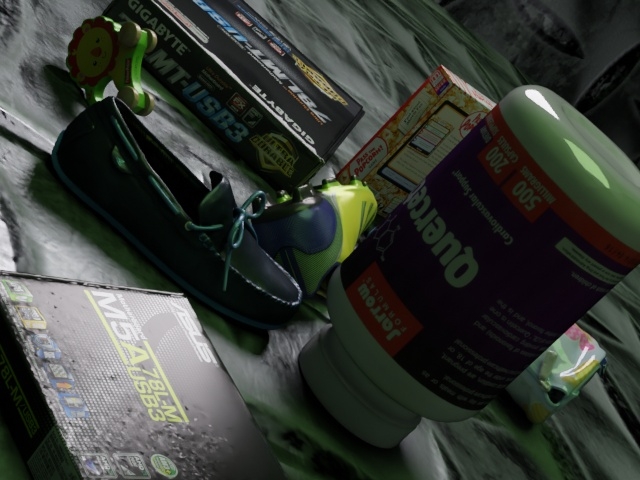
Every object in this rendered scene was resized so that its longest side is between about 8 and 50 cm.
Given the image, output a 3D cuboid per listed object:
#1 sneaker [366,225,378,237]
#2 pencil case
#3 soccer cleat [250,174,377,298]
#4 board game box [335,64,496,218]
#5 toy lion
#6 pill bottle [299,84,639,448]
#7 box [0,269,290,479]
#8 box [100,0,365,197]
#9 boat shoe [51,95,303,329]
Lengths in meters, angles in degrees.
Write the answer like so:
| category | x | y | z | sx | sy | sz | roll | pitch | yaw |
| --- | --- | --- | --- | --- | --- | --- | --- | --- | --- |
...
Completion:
| category | x | y | z | sx | sy | sz | roll | pitch | yaw |
| --- | --- | --- | --- | --- | --- | --- | --- | --- | --- |
| sneaker | 0.070 | 0.053 | 1.438 | 0.059 | 0.053 | 0.144 | 1 | 69 | -45 |
| pencil case | 0.191 | 0.079 | 1.593 | 0.273 | 0.113 | 0.124 | 46 | 32 | 6 |
| soccer cleat | -0.001 | 0.000 | 1.445 | 0.289 | 0.093 | 0.121 | -20 | 95 | -74 |
| board game box | 0.137 | -0.105 | 1.750 | 0.147 | 0.193 | 0.045 | 29 | 23 | -39 |
| toy lion | -0.205 | -0.167 | 1.358 | 0.034 | 0.096 | 0.100 | 12 | 76 | -58 |
| pill bottle | 0.132 | 0.032 | 1.235 | 0.181 | 0.323 | 0.181 | 39 | 19 | -16 |
| box | -0.129 | 0.106 | 0.947 | 0.184 | 0.045 | 0.191 | 9 | 38 | -45 |
| box | -0.094 | -0.202 | 1.676 | 0.295 | 0.073 | 0.293 | 42 | 17 | -2 |
| boat shoe | -0.109 | -0.020 | 1.214 | 0.258 | 0.089 | 0.109 | 37 | 20 | -21 |
